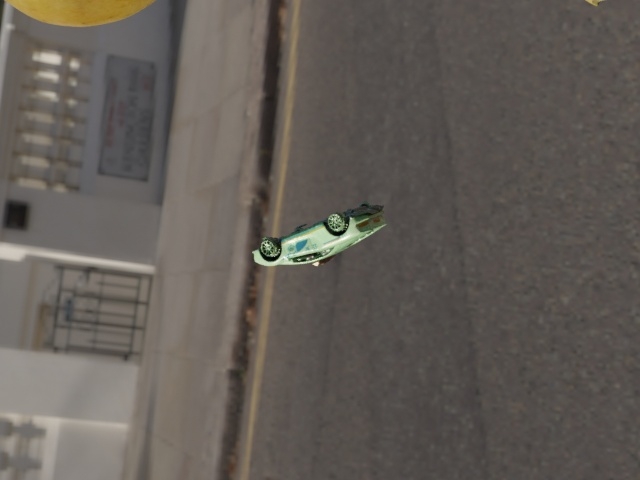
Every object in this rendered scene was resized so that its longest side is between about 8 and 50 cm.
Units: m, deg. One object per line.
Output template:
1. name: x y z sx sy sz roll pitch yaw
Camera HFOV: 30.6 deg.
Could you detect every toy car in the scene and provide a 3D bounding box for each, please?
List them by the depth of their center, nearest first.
1. toy car: 0.000 0.000 1.464 0.186 0.093 0.058 -20 92 31

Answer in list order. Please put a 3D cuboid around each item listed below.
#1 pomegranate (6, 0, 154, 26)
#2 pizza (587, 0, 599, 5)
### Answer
1. pomegranate: -0.258 -0.365 1.214 0.307 0.307 0.307 -172 90 -74
2. pizza: 0.220 -0.233 0.912 0.204 0.188 0.080 -104 11 -47
